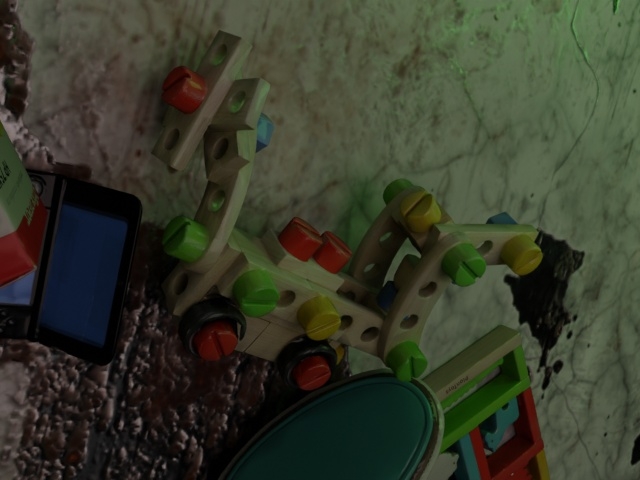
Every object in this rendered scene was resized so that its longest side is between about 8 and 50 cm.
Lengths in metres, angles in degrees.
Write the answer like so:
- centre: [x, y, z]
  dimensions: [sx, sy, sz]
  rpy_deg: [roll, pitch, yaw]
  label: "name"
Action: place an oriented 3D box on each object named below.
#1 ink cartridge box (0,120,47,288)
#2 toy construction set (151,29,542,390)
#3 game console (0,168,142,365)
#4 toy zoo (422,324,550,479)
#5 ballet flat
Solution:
- centre: [-0.221, -0.046, 0.476]
  dimensions: [0.078, 0.134, 0.231]
  rpy_deg: [-24, 110, -7]
  label: "ink cartridge box"
- centre: [0.000, 0.000, 0.652]
  dimensions: [0.327, 0.151, 0.215]
  rpy_deg: [33, 108, -28]
  label: "toy construction set"
- centre: [-0.192, 0.017, 0.574]
  dimensions: [0.107, 0.071, 0.122]
  rpy_deg: [8, 97, -36]
  label: "game console"
- centre: [0.164, 0.260, 0.907]
  dimensions: [0.192, 0.030, 0.293]
  rpy_deg: [-30, 118, -25]
  label: "toy zoo"
- centre: [-0.050, 0.271, 0.720]
  dimensions: [0.400, 0.139, 0.139]
  rpy_deg: [-45, 123, -12]
  label: "ballet flat"
